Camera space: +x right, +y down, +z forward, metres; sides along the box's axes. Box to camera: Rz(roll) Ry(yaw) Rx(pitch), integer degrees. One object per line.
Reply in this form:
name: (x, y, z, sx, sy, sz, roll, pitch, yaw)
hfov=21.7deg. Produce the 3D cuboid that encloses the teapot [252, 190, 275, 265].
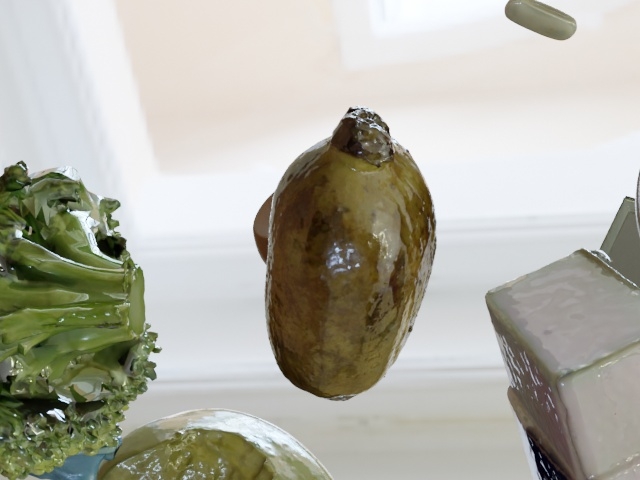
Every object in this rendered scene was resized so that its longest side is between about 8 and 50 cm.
teapot: (0.000, 0.000, 1.694, 0.116, 0.173, 0.116, 8, 79, -45)

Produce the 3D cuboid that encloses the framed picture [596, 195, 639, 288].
framed picture: (0.376, 0.079, 1.964, 0.252, 0.197, 0.014, -67, -151, 17)

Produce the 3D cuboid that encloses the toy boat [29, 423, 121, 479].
toy boat: (-0.276, 0.163, 1.571, 0.109, 0.238, 0.098, 3, 99, -54)

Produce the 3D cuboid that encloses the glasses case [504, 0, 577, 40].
glasses case: (0.237, -0.239, 1.798, 0.032, 0.083, 0.021, -52, -155, 46)

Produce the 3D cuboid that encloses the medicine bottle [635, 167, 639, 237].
medicine bottle: (0.411, -0.053, 1.416, 0.306, 0.245, 0.245, 98, -8, -79)

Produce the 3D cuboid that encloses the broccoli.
broccoli: (-0.194, 0.052, 1.055, 0.226, 0.176, 0.198, 178, -106, -84)

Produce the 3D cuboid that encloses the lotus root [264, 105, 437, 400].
lotus root: (0.022, 0.009, 1.267, 0.145, 0.128, 0.260, -72, 169, -51)

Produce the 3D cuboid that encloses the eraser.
eraser: (0.180, 0.157, 0.979, 0.130, 0.086, 0.287, -129, -163, -64)

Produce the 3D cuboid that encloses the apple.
apple: (-0.104, 0.305, 1.641, 0.279, 0.279, 0.279, -2, 90, -78)
